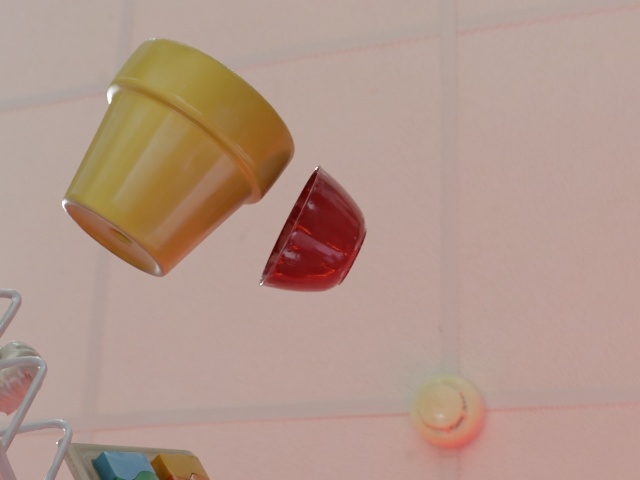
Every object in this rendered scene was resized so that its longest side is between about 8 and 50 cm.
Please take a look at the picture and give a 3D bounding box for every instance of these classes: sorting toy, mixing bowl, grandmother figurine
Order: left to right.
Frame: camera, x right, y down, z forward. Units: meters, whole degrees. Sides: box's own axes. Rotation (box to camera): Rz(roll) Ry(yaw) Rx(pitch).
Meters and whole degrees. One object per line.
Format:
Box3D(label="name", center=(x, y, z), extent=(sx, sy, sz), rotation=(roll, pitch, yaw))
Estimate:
Box3D(label="grandmother figurine", center=(-0.499, 0.180, 1.521), extent=(0.342, 0.104, 0.208), rotation=(-6, -105, 30))
Box3D(label="sorting toy", center=(-0.131, 0.261, 1.076), extent=(0.038, 0.208, 0.193), rotation=(-45, -123, 13))
Box3D(label="mixing bowl", center=(0.000, 0.000, 1.566), extent=(0.098, 0.181, 0.181), rotation=(26, -98, -7))

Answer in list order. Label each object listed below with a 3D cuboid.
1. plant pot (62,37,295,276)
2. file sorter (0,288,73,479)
Box3D(label="plant pot", center=(-0.200, -0.093, 1.525), extent=(0.254, 0.254, 0.239), rotation=(25, -109, 28))
Box3D(label="file sorter", center=(-0.306, 0.142, 0.888), extent=(0.192, 0.278, 0.173), rotation=(-11, -156, 9))
